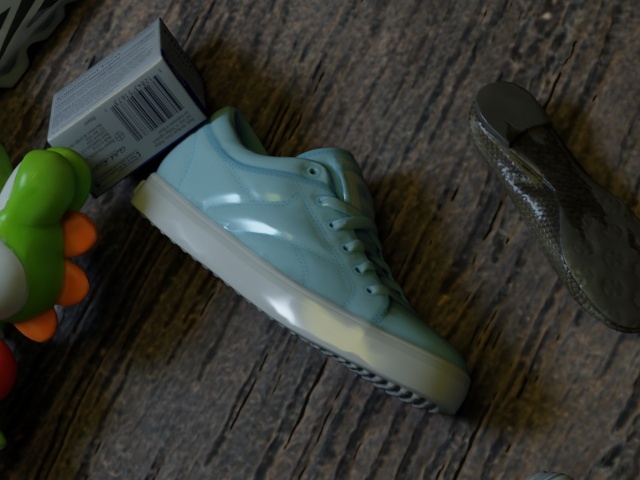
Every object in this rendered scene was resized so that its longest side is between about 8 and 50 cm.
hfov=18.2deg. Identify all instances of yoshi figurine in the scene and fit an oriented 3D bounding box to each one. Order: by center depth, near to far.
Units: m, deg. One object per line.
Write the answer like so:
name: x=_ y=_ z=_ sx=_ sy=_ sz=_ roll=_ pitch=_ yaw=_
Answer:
yoshi figurine: x=-0.340 y=0.047 z=1.713 sx=0.362 sy=0.203 sz=0.203 roll=-56 pitch=26 yaw=13

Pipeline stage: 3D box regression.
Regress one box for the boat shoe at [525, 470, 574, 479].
boat shoe: x=0.094 y=0.236 z=1.538 sx=0.227 sy=0.079 sz=0.081 roll=-39 pitch=64 yaw=10

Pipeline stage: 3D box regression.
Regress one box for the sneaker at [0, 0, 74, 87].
sneaker: x=-0.281 y=-0.283 z=1.870 sx=0.122 sy=0.146 sz=0.330 roll=29 pitch=83 yaw=31

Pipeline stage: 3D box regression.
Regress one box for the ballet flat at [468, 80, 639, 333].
ballet flat: x=0.194 y=-0.022 z=1.611 sx=0.084 sy=0.058 sz=0.250 roll=-22 pitch=63 yaw=-25

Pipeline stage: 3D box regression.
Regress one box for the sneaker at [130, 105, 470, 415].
sneaker: x=0.000 y=0.000 z=1.640 sx=0.366 sy=0.135 sz=0.150 roll=35 pitch=91 yaw=30

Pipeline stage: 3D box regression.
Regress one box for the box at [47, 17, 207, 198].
box: x=-0.170 y=-0.118 z=1.758 sx=0.126 sy=0.072 sz=0.137 roll=-35 pitch=20 yaw=8
